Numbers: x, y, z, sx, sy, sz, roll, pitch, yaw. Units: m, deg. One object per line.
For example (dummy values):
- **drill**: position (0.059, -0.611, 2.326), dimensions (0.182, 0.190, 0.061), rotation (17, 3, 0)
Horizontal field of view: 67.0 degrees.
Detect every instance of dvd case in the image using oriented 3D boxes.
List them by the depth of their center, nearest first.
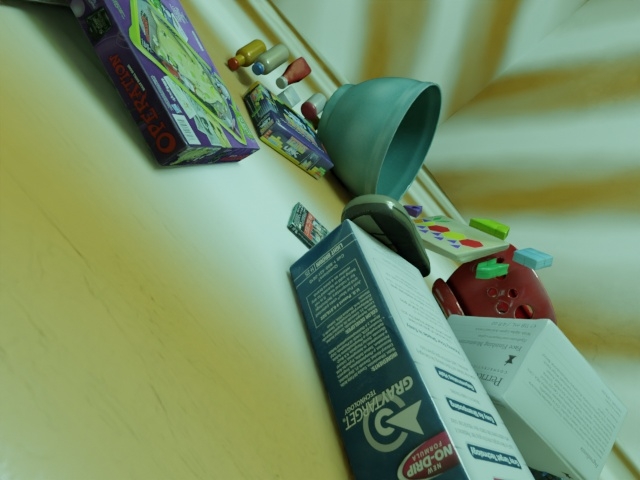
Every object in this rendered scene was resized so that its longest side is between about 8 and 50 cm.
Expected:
- **dvd case**: position (0.000, 0.000, 0.736), dimensions (0.119, 0.013, 0.087), rotation (43, 20, -16)

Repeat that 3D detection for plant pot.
- **plant pot**: position (0.316, 0.119, 0.918), dimensions (0.191, 0.174, 0.191), rotation (-23, 90, -86)
- **plant pot**: position (0.115, -0.235, 1.081), dimensions (0.196, 0.293, 0.293), rotation (28, 11, 22)

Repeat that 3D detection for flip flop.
- **flip flop**: position (0.091, -0.001, 0.690), dimensions (0.277, 0.112, 0.080), rotation (55, 28, -59)

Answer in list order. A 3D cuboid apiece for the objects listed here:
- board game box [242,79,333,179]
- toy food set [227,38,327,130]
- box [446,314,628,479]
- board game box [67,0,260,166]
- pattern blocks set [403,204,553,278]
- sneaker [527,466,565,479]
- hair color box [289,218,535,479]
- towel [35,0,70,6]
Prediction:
- **board game box**: position (-0.062, -0.211, 0.935), dimensions (0.170, 0.048, 0.141), rotation (29, 28, -46)
- **toy food set**: position (-0.080, -0.318, 1.022), dimensions (0.232, 0.111, 0.104), rotation (55, 48, -19)
- **box**: position (0.256, 0.201, 0.643), dimensions (0.182, 0.119, 0.181), rotation (46, -22, -13)
- **board game box**: position (-0.209, -0.254, 0.590), dimensions (0.346, 0.056, 0.208), rotation (61, 22, -2)
- **pattern blocks set**: position (0.225, -0.006, 0.874), dimensions (0.286, 0.026, 0.325), rotation (-5, 22, -22)
- **sneaker**: position (0.353, 0.418, 0.676), dimensions (0.221, 0.083, 0.087), rotation (61, 8, 14)
- **hair color box**: position (0.094, 0.155, 0.517), dimensions (0.174, 0.105, 0.347), rotation (32, 26, -41)
- **towel**: position (-0.398, -0.382, 0.500), dimensions (0.332, 0.053, 0.317), rotation (49, 18, -6)
